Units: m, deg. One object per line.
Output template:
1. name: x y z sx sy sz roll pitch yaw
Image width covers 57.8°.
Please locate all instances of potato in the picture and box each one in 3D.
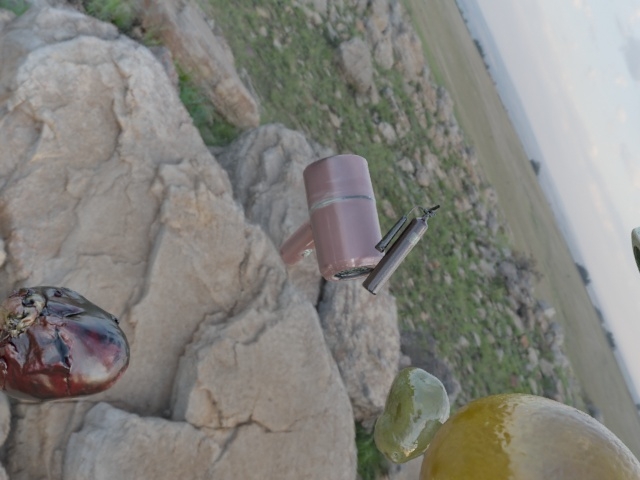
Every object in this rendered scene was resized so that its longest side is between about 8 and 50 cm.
1. potato: 0.190 0.375 1.232 0.194 0.157 0.157 -48 119 -25

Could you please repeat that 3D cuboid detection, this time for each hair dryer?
1. hair dryer: 0.000 0.000 1.159 0.125 0.352 0.210 -2 71 -25

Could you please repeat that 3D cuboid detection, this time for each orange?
1. orange: 0.217 0.268 0.594 0.236 0.236 0.236 49 28 -38

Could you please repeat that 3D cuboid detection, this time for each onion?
1. onion: -0.514 0.211 1.140 0.281 0.280 0.221 52 37 -32

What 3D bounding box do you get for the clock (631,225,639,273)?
1. clock: 0.911 0.063 1.588 0.151 0.062 0.191 -87 154 -51

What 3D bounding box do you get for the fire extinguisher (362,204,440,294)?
1. fire extinguisher: 0.122 0.007 0.921 0.049 0.173 0.035 37 -2 28
